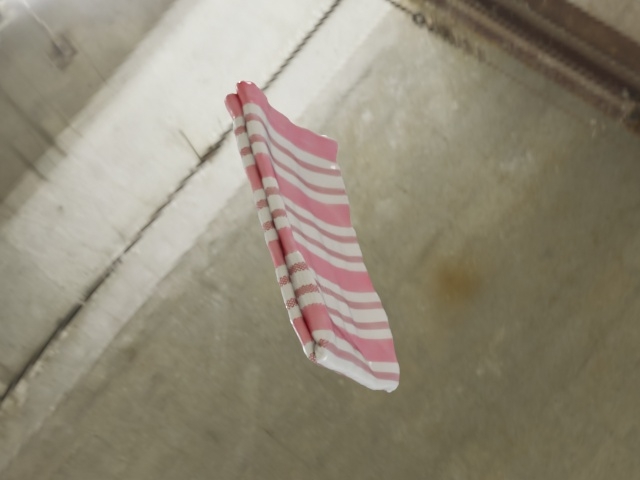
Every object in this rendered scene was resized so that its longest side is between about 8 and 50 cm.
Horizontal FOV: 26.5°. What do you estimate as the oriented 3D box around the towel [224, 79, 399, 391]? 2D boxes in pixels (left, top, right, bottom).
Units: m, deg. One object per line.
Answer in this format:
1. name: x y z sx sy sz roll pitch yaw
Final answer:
1. towel: 0.000 0.000 0.898 0.029 0.144 0.197 -24 -110 16
